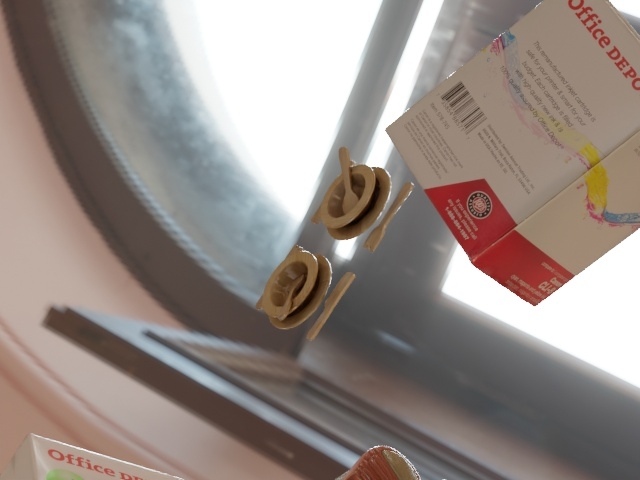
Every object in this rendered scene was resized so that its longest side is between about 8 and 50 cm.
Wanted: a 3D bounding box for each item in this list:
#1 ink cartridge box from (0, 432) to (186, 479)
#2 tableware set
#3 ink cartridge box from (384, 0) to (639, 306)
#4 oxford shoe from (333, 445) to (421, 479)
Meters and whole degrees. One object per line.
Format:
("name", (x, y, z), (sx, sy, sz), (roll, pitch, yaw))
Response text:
("ink cartridge box", (-0.228, 0.364, 1.479), (0.198, 0.270, 0.197), (22, -67, -28))
("tableware set", (0.000, 0.000, 1.539), (0.039, 0.128, 0.194), (37, -96, -32))
("ink cartridge box", (0.165, -0.067, 1.054), (0.176, 0.128, 0.127), (-38, -32, 14))
("oxford shoe", (-0.002, 0.417, 2.032), (0.146, 0.140, 0.397), (-43, -10, 35))
